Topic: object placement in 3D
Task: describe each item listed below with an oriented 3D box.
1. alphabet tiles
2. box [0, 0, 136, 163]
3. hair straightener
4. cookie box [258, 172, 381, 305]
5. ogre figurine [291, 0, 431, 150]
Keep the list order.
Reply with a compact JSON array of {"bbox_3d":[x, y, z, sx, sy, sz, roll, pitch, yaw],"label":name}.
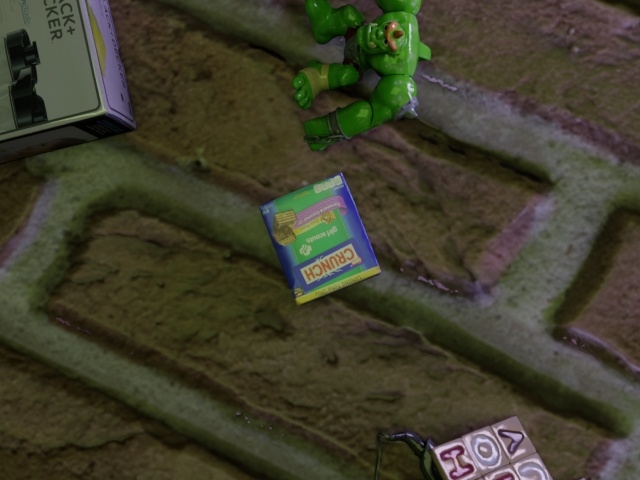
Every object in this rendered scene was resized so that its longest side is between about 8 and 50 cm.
[{"bbox_3d":[0.195,0.277,0.672,0.198,0.009,0.237,-9,60,-36],"label":"alphabet tiles"},{"bbox_3d":[-0.353,-0.166,0.779,0.289,0.087,0.169,-12,86,4],"label":"box"},{"bbox_3d":[0.128,0.278,0.732,0.089,0.047,0.230,-44,84,1],"label":"hair straightener"},{"bbox_3d":[0.000,0.000,0.762,0.091,0.040,0.107,-22,86,3],"label":"cookie box"},{"bbox_3d":[0.042,-0.192,0.748,0.118,0.097,0.197,3,71,23],"label":"ogre figurine"}]
